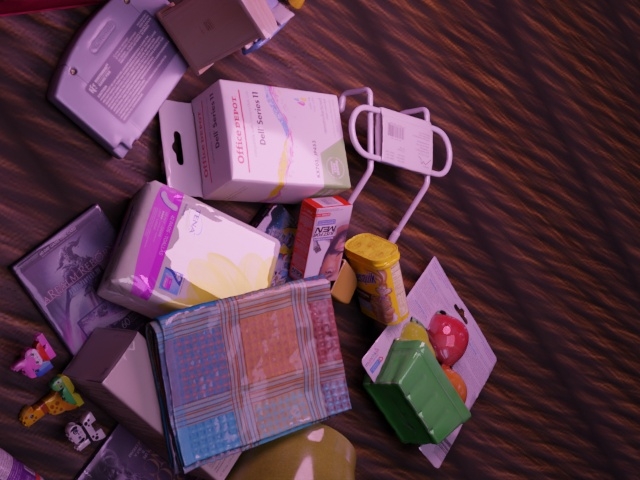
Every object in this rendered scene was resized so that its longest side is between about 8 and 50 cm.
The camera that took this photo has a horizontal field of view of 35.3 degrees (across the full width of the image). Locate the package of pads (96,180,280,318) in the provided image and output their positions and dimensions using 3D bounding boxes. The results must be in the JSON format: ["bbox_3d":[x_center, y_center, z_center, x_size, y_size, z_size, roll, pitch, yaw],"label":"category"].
[{"bbox_3d":[-0.231,0.046,1.836,0.296,0.101,0.229,27,57,-22],"label":"package of pads"}]

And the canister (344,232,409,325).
[{"bbox_3d":[0.121,0.083,2.119,0.073,0.126,0.170,-31,124,-27],"label":"canister"}]

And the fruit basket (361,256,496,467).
[{"bbox_3d":[0.245,0.268,2.241,0.327,0.165,0.353,56,43,-22],"label":"fruit basket"}]

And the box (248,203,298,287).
[{"bbox_3d":[-0.112,0.058,2.015,0.159,0.044,0.233,49,62,-25],"label":"box"}]

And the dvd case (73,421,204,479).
[{"bbox_3d":[-0.329,0.443,1.857,0.221,0.018,0.164,48,62,-26],"label":"dvd case"}]

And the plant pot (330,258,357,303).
[{"bbox_3d":[0.029,0.091,2.104,0.083,0.081,0.081,44,64,-41],"label":"plant pot"}]

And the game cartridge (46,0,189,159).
[{"bbox_3d":[-0.358,-0.322,1.836,0.198,0.062,0.297,41,65,-24],"label":"game cartridge"}]

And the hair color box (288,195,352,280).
[{"bbox_3d":[0.000,0.000,2.000,0.093,0.053,0.167,-8,120,-38],"label":"hair color box"}]

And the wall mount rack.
[{"bbox_3d":[0.135,-0.154,2.145,0.350,0.130,0.304,10,79,-47],"label":"wall mount rack"}]

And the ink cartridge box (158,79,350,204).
[{"bbox_3d":[-0.124,-0.186,1.942,0.353,0.119,0.207,1,74,-37],"label":"ink cartridge box"}]

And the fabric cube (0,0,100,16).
[{"bbox_3d":[-0.445,-0.524,1.647,0.254,0.258,0.259,-19,100,-35],"label":"fabric cube"}]

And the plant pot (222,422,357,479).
[{"bbox_3d":[-0.079,0.525,1.846,0.366,0.366,0.353,41,44,-29],"label":"plant pot"}]

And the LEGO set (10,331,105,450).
[{"bbox_3d":[-0.472,0.268,1.715,0.093,0.087,0.227,-39,118,-28],"label":"LEGO set"}]

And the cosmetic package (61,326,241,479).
[{"bbox_3d":[-0.286,0.292,1.780,0.309,0.160,0.113,49,61,-29],"label":"cosmetic package"}]

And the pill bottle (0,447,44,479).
[{"bbox_3d":[-0.553,0.381,1.632,0.193,0.108,0.108,44,64,-27],"label":"pill bottle"}]

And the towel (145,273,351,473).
[{"bbox_3d":[-0.116,0.225,1.770,0.370,0.040,0.271,-13,96,-33],"label":"towel"}]

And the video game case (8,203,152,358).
[{"bbox_3d":[-0.403,0.101,1.807,0.196,0.026,0.274,-42,114,-30],"label":"video game case"}]

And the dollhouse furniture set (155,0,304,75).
[{"bbox_3d":[-0.153,-0.502,1.874,0.286,0.198,0.303,56,45,-17],"label":"dollhouse furniture set"}]
